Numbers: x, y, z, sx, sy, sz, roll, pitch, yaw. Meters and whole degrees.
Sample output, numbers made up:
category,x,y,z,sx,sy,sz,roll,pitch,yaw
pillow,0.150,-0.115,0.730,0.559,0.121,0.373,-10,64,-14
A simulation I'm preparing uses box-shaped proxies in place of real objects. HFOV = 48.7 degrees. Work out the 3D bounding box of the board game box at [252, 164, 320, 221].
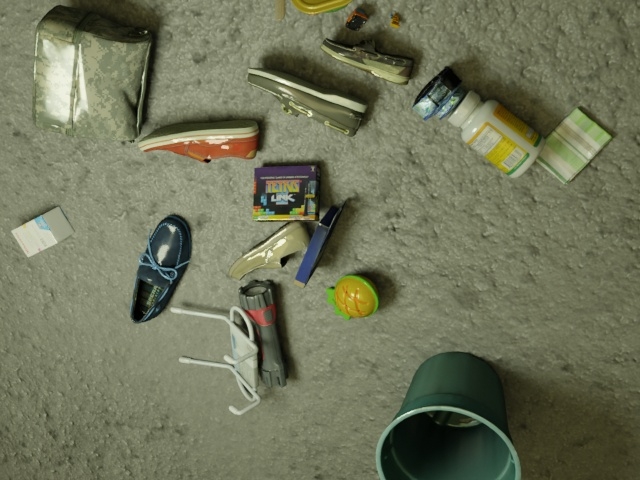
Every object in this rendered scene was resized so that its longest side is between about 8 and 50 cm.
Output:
category,x,y,z,sx,sy,sz,roll,pitch,yaw
board game box,-0.087,-0.119,1.816,0.170,0.048,0.141,-1,86,15

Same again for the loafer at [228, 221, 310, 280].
category,x,y,z,sx,sy,sz,roll,pitch,yaw
loafer,-0.135,0.041,1.896,0.268,0.102,0.092,-35,93,24

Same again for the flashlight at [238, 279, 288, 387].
category,x,y,z,sx,sy,sz,roll,pitch,yaw
flashlight,-0.159,0.266,2.003,0.103,0.103,0.304,-3,115,12

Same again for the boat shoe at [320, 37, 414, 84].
category,x,y,z,sx,sy,sz,roll,pitch,yaw
boat shoe,0.112,-0.433,1.651,0.223,0.080,0.073,22,110,0

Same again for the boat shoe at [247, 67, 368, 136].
category,x,y,z,sx,sy,sz,roll,pitch,yaw
boat shoe,-0.042,-0.339,1.711,0.305,0.109,0.091,20,111,3

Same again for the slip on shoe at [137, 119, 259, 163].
category,x,y,z,sx,sy,sz,roll,pitch,yaw
slip on shoe,-0.316,-0.246,1.825,0.331,0.123,0.101,-1,115,11

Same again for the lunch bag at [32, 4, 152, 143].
category,x,y,z,sx,sy,sz,roll,pitch,yaw
lunch bag,-0.564,-0.406,1.774,0.256,0.212,0.305,12,118,-8

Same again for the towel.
category,x,y,z,sx,sy,sz,roll,pitch,yaw
towel,0.580,-0.216,1.636,0.113,0.023,0.152,38,116,-3

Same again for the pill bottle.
category,x,y,z,sx,sy,sz,roll,pitch,yaw
pill bottle,0.399,-0.248,1.621,0.208,0.117,0.117,37,116,-2

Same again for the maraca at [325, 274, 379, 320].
category,x,y,z,sx,sy,sz,roll,pitch,yaw
maraca,0.084,0.155,1.889,0.185,0.099,0.127,-29,94,49

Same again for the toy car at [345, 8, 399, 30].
category,x,y,z,sx,sy,sz,roll,pitch,yaw
toy car,0.121,-0.512,1.646,0.122,0.060,0.040,9,70,-6

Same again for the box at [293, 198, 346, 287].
category,x,y,z,sx,sy,sz,roll,pitch,yaw
box,0.000,0.000,1.823,0.036,0.136,0.225,27,116,4

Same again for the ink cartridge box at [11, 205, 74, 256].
category,x,y,z,sx,sy,sz,roll,pitch,yaw
ink cartridge box,-0.816,-0.023,2.064,0.143,0.090,0.092,-21,105,23

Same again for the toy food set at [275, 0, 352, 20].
category,x,y,z,sx,sy,sz,roll,pitch,yaw
toy food set,0.002,-0.577,1.631,0.218,0.071,0.128,-9,85,17

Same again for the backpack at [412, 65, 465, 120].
category,x,y,z,sx,sy,sz,roll,pitch,yaw
backpack,0.272,-0.328,1.631,0.084,0.105,0.114,45,121,-4

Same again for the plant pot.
category,x,y,z,sx,sy,sz,roll,pitch,yaw
plant pot,0.338,0.474,1.813,0.341,0.334,0.341,6,114,13

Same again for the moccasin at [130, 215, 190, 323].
category,x,y,z,sx,sy,sz,roll,pitch,yaw
moccasin,-0.452,0.099,1.998,0.137,0.117,0.342,21,116,6

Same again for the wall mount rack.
category,x,y,z,sx,sy,sz,roll,pitch,yaw
wall mount rack,-0.289,0.324,2.027,0.304,0.130,0.350,35,137,40
